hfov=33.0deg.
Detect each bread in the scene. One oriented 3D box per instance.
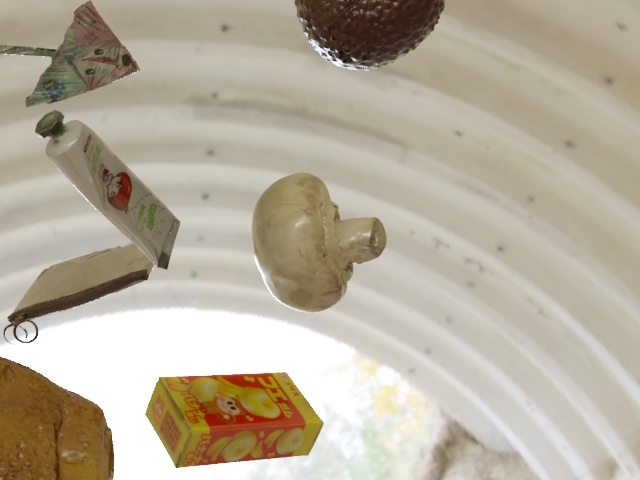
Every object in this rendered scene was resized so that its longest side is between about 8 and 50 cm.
[{"bbox_3d":[-0.415,0.304,1.408,0.337,0.328,0.148,31,-63,-25],"label":"bread"}]

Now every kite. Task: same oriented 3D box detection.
[{"bbox_3d":[-0.223,-0.159,0.912,0.005,0.153,0.137,95,-169,-52],"label":"kite"}]

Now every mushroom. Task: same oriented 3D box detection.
[{"bbox_3d":[0.000,0.000,1.941,0.234,0.254,0.260,-11,2,7],"label":"mushroom"}]

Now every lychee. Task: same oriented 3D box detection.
[{"bbox_3d":[0.079,-0.409,1.763,0.261,0.260,0.260,-27,-19,-10],"label":"lychee"}]

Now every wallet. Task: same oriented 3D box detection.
[{"bbox_3d":[-0.499,0.090,2.295,0.335,0.068,0.275,-20,22,4],"label":"wallet"}]

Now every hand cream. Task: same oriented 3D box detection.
[{"bbox_3d":[-0.347,-0.088,1.812,0.076,0.121,0.336,-14,-45,30],"label":"hand cream"}]

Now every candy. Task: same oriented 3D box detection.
[{"bbox_3d":[-0.146,0.304,1.854,0.276,0.146,0.088,1,-59,-38],"label":"candy"}]
